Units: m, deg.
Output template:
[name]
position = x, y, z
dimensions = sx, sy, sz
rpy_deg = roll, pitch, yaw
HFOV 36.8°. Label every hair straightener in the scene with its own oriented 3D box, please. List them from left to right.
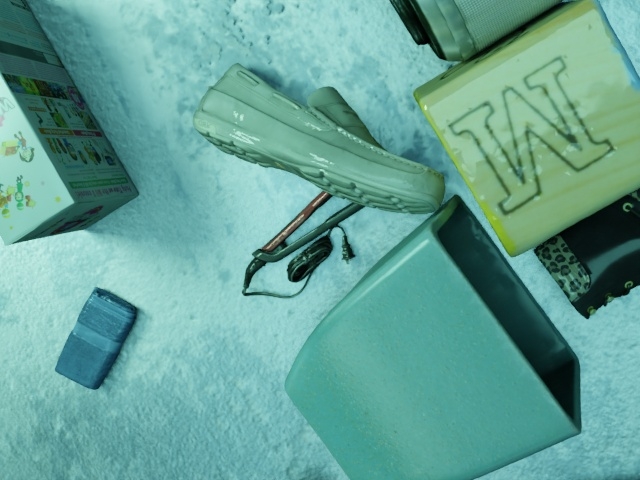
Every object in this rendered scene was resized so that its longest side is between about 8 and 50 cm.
[hair straightener]
position = 0.000, 0.000, 1.149
dimensions = 0.230, 0.047, 0.089
rpy_deg = -41, 89, 8

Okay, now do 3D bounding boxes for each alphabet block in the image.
[alphabet block]
position = 0.232, -0.124, 1.026
dimensions = 0.197, 0.192, 0.193
rpy_deg = -31, 97, 8

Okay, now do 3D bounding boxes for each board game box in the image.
[board game box]
position = -0.350, -0.155, 1.092
dimensions = 0.098, 0.224, 0.303
rpy_deg = -30, 90, 8

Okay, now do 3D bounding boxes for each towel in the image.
[towel]
position = -0.282, 0.124, 1.209
dimensions = 0.067, 0.029, 0.119
rpy_deg = 29, 98, 4

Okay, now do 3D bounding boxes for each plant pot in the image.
[plant pot]
position = 0.110, 0.135, 1.058
dimensions = 0.252, 0.247, 0.247
rpy_deg = -37, 90, 18

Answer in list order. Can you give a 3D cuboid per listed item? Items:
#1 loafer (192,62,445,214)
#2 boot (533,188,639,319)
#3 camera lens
[loafer]
position = 0.001, -0.120, 1.077
dimensions = 0.320, 0.112, 0.111
rpy_deg = 24, 83, 23
[boot]
position = 0.377, 0.041, 1.087
dimensions = 0.179, 0.085, 0.236
rpy_deg = -40, 83, 12
[camera lens]
position = 0.185, -0.336, 1.004
dimensions = 0.274, 0.219, 0.219
rpy_deg = -31, 91, 10
